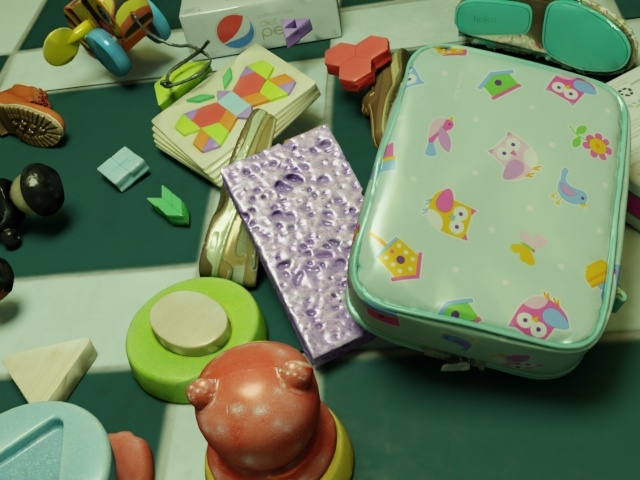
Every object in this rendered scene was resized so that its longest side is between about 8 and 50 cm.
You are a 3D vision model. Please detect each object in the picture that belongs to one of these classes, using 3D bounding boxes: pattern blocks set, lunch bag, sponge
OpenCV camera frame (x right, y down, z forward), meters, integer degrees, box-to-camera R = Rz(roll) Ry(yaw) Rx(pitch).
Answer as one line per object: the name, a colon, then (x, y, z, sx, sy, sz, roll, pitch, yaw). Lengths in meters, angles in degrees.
pattern blocks set: (-0.099, -0.155, 0.962, 0.285, 0.026, 0.325, 23, 64, 35)
lunch bag: (0.149, -0.022, 0.697, 0.224, 0.108, 0.279, 15, 66, 4)
sponge: (0.000, 0.000, 0.756, 0.117, 0.031, 0.210, -23, 68, -12)

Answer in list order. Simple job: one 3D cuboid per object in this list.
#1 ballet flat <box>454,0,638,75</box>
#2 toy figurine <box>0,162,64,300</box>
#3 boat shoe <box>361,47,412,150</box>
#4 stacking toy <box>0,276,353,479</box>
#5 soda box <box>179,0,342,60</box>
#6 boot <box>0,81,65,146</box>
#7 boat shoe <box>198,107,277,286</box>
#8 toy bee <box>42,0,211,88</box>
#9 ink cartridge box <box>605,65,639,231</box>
ballet flat: (0.278, -0.264, 0.993, 0.241, 0.091, 0.077, 26, 33, 29)
toy figurine: (-0.381, -0.040, 0.816, 0.148, 0.213, 0.209, -14, 40, 19)
boat shoe: (0.081, -0.152, 0.942, 0.060, 0.064, 0.178, -27, 33, 32)
stacking toy: (-0.156, 0.119, 0.657, 0.309, 0.130, 0.279, -19, 44, -8)
soda box: (-0.082, -0.313, 1.130, 0.216, 0.074, 0.069, -8, 43, 5)
boot: (-0.379, -0.173, 1.070, 0.158, 0.059, 0.084, 18, 46, 30)
boat shoe: (-0.064, -0.042, 0.831, 0.072, 0.068, 0.190, 14, 77, 1)
toy bee: (-0.263, -0.309, 1.063, 0.298, 0.162, 0.195, 1, 47, 37)
ink cartridge box: (0.389, -0.048, 0.749, 0.176, 0.069, 0.371, -27, 43, -16)
